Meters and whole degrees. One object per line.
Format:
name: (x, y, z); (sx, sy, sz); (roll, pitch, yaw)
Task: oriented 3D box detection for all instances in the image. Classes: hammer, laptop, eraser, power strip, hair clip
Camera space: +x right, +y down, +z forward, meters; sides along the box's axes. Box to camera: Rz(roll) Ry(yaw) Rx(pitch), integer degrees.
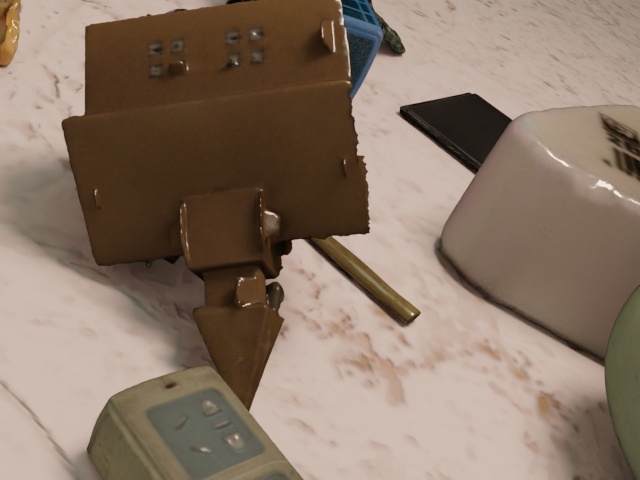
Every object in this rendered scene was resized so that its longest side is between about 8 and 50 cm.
hammer: (0.000, 0.000, 0.721); (0.199, 0.013, 0.062); (41, 34, 20)
laptop: (0.183, -0.129, 1.050); (0.129, 0.016, 0.180); (42, 34, 20)
eraser: (0.266, -0.010, 0.817); (0.332, 0.149, 0.331); (19, 33, -13)
power strip: (-0.020, 0.164, 0.433); (0.078, 0.052, 0.272); (-12, 49, -46)
hair clip: (0.062, -0.285, 1.075); (0.066, 0.036, 0.229); (63, 6, 22)

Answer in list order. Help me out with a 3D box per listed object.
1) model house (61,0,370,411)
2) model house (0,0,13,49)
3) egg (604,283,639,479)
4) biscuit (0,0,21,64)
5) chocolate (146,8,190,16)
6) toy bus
model house: (-0.055, -0.007, 0.595); (0.181, 0.176, 0.247); (-6, 73, 6)
model house: (-0.328, -0.152, 0.548); (0.254, 0.160, 0.196); (33, 32, 4)
egg: (0.361, 0.130, 0.553); (0.276, 0.276, 0.389); (-4, 25, -41)
biscuit: (-0.369, -0.262, 0.782); (0.205, 0.040, 0.309); (8, 37, -30)
chocolate: (-0.103, -0.180, 0.853); (0.072, 0.070, 0.147); (-2, 47, -47)
toy bus: (-0.023, -0.249, 0.968); (0.134, 0.116, 0.234); (12, 36, -22)
